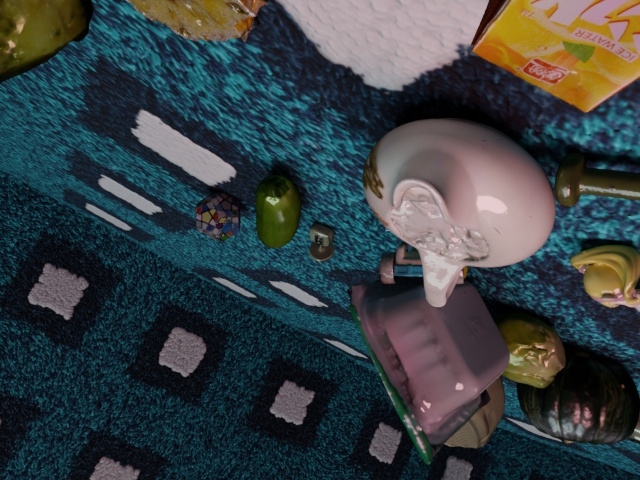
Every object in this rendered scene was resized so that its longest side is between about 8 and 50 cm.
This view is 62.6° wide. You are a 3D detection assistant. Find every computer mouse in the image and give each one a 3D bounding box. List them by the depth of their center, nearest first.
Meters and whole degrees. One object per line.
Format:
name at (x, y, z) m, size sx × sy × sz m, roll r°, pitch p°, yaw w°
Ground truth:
computer mouse at (0.256, 0.241, 1.057) m, size 0.145 × 0.228 × 0.429 m, roll -27°, pitch 112°, yaw 41°

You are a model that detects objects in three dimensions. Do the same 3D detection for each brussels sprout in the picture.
brussels sprout at (0.367, 0.193, 0.971) m, size 0.155 × 0.118 × 0.155 m, roll 16°, pitch 141°, yaw 14°

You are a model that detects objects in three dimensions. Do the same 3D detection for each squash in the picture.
squash at (-0.076, -0.050, 0.943) m, size 0.082 × 0.082 × 0.292 m, roll 25°, pitch 163°, yaw 2°
squash at (0.495, 0.302, 1.018) m, size 0.218 × 0.173 × 0.218 m, roll 11°, pitch 160°, yaw 4°

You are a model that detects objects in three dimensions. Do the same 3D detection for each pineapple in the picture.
pineapple at (-0.147, -0.253, 0.471) m, size 0.221 × 0.047 × 0.221 m, roll 25°, pitch 165°, yaw 7°

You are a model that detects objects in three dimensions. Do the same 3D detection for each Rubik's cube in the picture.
Rubik's cube at (-0.220, -0.051, 1.140) m, size 0.111 × 0.111 × 0.093 m, roll 30°, pitch 136°, yaw -16°

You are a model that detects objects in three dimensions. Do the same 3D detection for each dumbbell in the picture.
dumbbell at (0.272, -0.049, 0.466) m, size 0.118 × 0.052 × 0.046 m, roll 13°, pitch 136°, yaw 37°

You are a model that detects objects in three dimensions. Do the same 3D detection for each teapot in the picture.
teapot at (0.141, -0.031, 0.568) m, size 0.204 × 0.139 × 0.298 m, roll 15°, pitch 161°, yaw 28°

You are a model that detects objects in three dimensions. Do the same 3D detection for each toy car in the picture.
toy car at (0.166, 0.016, 0.814) m, size 0.126 × 0.098 × 0.161 m, roll 1°, pitch -178°, yaw 21°

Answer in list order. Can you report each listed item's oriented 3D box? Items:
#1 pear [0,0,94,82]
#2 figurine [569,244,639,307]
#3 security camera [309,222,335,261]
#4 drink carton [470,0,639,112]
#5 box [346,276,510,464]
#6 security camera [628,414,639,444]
pear at (-0.350, -0.287, 0.428) m, size 0.255 × 0.164 × 0.238 m, roll 38°, pitch 161°, yaw 13°
figurine at (0.368, 0.041, 0.583) m, size 0.083 × 0.083 × 0.187 m, roll 32°, pitch 169°, yaw -21°
security camera at (0.000, 0.000, 1.055) m, size 0.058 × 0.058 × 0.092 m, roll 21°, pitch 155°, yaw 18°
drink carton at (0.169, -0.156, 0.251) m, size 0.096 × 0.071 × 0.223 m, roll 26°, pitch 165°, yaw -3°
box at (0.201, 0.161, 0.839) m, size 0.106 × 0.264 × 0.336 m, roll -33°, pitch 164°, yaw 30°
security camera at (0.832, 0.455, 1.176) m, size 0.301 × 0.080 × 0.157 m, roll 16°, pitch 161°, yaw 23°
